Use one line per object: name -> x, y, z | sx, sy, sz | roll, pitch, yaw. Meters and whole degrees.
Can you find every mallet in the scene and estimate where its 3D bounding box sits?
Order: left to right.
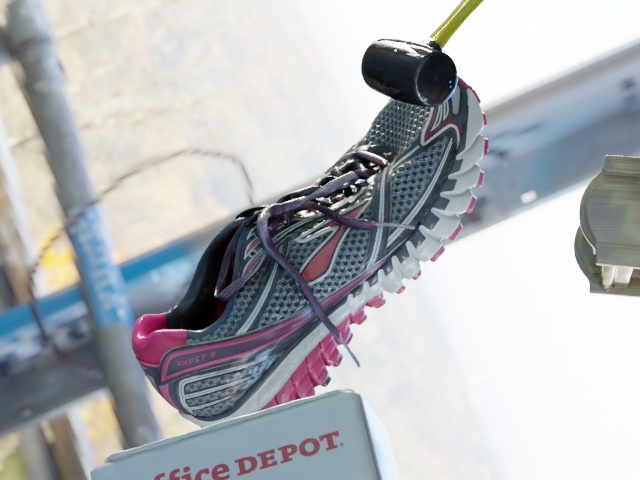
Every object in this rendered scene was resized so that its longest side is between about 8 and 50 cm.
mallet -> 0.097, -0.162, 1.183 | 0.062, 0.190, 0.039 | 12, -31, 48

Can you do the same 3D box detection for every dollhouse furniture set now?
dollhouse furniture set -> 0.192, -0.060, 0.969 | 0.182, 0.101, 0.161 | 60, 35, -77

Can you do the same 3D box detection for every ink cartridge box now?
ink cartridge box -> -0.019, 0.199, 0.935 | 0.087, 0.153, 0.208 | 58, 18, -66

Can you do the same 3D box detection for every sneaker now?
sneaker -> 0.000, 0.000, 1.231 | 0.112, 0.299, 0.121 | 42, -9, -26
